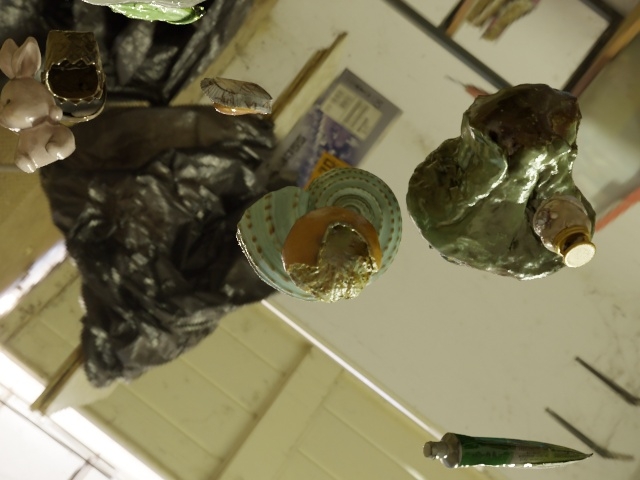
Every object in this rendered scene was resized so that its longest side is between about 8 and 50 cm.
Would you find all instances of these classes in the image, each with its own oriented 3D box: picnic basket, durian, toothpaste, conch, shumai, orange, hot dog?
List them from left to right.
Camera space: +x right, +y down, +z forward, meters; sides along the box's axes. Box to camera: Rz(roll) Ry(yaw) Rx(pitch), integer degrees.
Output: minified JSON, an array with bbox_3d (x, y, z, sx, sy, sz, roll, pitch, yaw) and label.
[{"bbox_3d":[-0.494,-0.318,1.569,0.138,0.128,0.179,117,-31,-60],"label":"picnic basket"},{"bbox_3d":[-0.458,-0.619,1.956,0.375,0.107,0.132,3,132,-43],"label":"durian"},{"bbox_3d":[-0.175,-0.307,1.679,0.191,0.108,0.059,-9,141,-56],"label":"hot dog"},{"bbox_3d":[0.005,0.012,1.484,0.303,0.215,0.319,-15,151,-11],"label":"conch"},{"bbox_3d":[0.019,0.020,1.210,0.156,0.156,0.134,-52,176,-20],"label":"orange"},{"bbox_3d":[0.250,0.288,1.061,0.078,0.248,0.047,141,-47,-59],"label":"toothpaste"},{"bbox_3d":[0.386,-0.138,1.536,0.323,0.397,0.324,103,-11,-47],"label":"shumai"}]

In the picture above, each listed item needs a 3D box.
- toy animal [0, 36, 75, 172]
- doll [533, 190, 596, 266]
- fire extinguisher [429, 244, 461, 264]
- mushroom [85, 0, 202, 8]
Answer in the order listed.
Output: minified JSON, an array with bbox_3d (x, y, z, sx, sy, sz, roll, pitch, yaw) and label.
[{"bbox_3d":[-0.501,-0.228,1.320,0.124,0.213,0.124,-20,-162,7],"label":"toy animal"},{"bbox_3d":[0.327,-0.025,1.086,0.073,0.084,0.127,-56,-148,33],"label":"doll"},{"bbox_3d":[0.317,0.012,1.834,0.311,0.114,0.095,16,69,-78],"label":"fire extinguisher"},{"bbox_3d":[-0.364,-0.529,1.617,0.351,0.109,0.097,-11,126,-30],"label":"mushroom"}]
